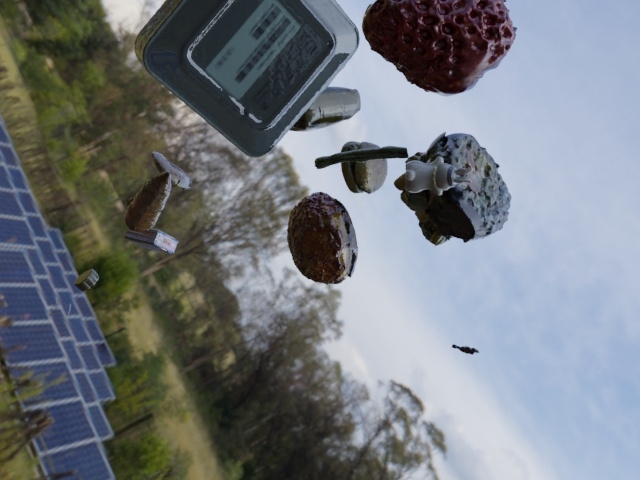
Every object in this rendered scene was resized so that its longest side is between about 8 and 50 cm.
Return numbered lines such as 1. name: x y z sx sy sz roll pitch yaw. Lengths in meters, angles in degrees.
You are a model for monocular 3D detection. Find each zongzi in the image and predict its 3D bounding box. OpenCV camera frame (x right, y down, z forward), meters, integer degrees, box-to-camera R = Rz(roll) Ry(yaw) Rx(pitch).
1. zongzi: -0.037 -0.462 2.446 0.300 0.274 0.145 2 -74 55

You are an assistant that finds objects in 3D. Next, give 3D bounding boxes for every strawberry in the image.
1. strawberry: 0.272 -0.503 1.700 0.317 0.345 0.295 -150 -122 -61

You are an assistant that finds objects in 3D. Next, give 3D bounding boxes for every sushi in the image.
1. sushi: 0.384 -0.133 2.112 0.285 0.328 0.328 -21 -58 36

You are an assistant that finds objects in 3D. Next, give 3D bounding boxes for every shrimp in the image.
1. shrimp: -0.485 -0.221 2.275 0.145 0.061 0.267 49 6 13

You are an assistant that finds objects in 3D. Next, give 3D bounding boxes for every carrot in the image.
1. carrot: -0.468 -0.120 1.925 0.263 0.102 0.101 -43 -109 49

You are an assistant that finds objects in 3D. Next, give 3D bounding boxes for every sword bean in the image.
1. sword bean: 0.114 -0.238 1.969 0.038 0.270 0.043 -66 149 -83

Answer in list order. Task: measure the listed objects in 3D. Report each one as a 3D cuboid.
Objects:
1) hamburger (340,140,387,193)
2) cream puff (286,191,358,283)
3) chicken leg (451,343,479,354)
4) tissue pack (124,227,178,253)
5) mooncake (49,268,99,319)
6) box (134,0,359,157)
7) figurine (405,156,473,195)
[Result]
1. hamburger: 0.152 -0.258 2.417 0.215 0.122 0.189 12 78 -61
2. cream puff: 0.000 0.001 1.732 0.240 0.164 0.239 36 -49 57
3. chicken leg: 0.390 0.292 1.844 0.083 0.036 0.021 6 -99 55
4. tissue pack: -0.603 -0.005 2.464 0.155 0.065 0.115 10 -14 32
5. mooncake: -0.631 0.140 1.742 0.057 0.150 0.347 49 -19 -7
6. box: -0.149 -0.432 1.532 0.397 0.396 0.111 38 4 -38
7. figurine: 0.265 -0.149 1.542 0.098 0.146 0.081 -61 149 -69
